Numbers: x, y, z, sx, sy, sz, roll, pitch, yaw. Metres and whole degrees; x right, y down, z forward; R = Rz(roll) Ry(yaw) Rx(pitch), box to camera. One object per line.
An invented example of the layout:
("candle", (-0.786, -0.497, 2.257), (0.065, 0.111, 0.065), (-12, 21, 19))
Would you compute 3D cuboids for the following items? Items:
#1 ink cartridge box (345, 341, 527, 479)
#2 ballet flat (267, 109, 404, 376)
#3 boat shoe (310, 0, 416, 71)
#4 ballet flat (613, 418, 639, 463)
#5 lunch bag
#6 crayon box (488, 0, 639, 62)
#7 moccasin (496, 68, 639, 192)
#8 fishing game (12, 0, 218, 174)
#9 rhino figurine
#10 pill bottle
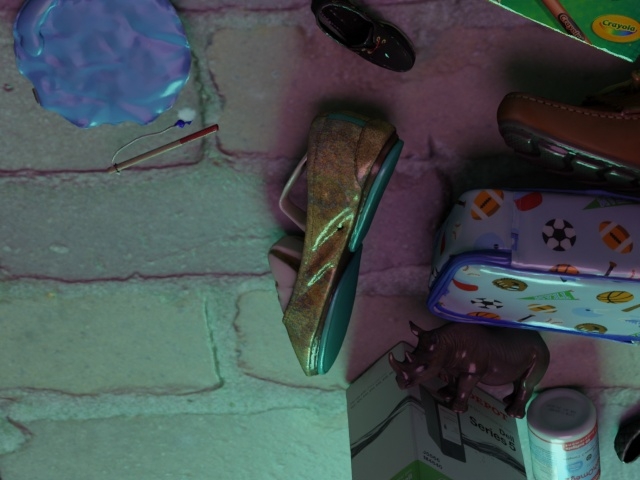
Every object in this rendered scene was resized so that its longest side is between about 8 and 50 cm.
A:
("ink cartridge box", (0.143, 0.280, 1.797), (0.198, 0.273, 0.115), (33, 119, -24))
("ballet flat", (0.000, 0.000, 1.687), (0.123, 0.123, 0.348), (9, 128, -8))
("boat shoe", (0.045, -0.210, 1.554), (0.133, 0.042, 0.049), (33, 119, -25))
("ballet flat", (0.444, 0.227, 1.896), (0.057, 0.049, 0.173), (36, 120, -26))
("lunch bag", (0.275, 0.037, 1.664), (0.303, 0.115, 0.243), (9, 157, -5))
("crayon box", (0.208, -0.288, 1.339), (0.165, 0.278, 0.081), (20, 127, -16))
("moccasin", (0.367, -0.122, 1.563), (0.380, 0.139, 0.147), (4, 88, -8))
("fishing game", (-0.225, -0.197, 1.565), (0.189, 0.041, 0.264), (-22, 117, 16))
("rhino figurine", (0.173, 0.143, 1.772), (0.243, 0.073, 0.106), (10, 104, -35))
("pill bottle", (0.309, 0.270, 1.905), (0.087, 0.087, 0.160), (-8, 129, 6))
